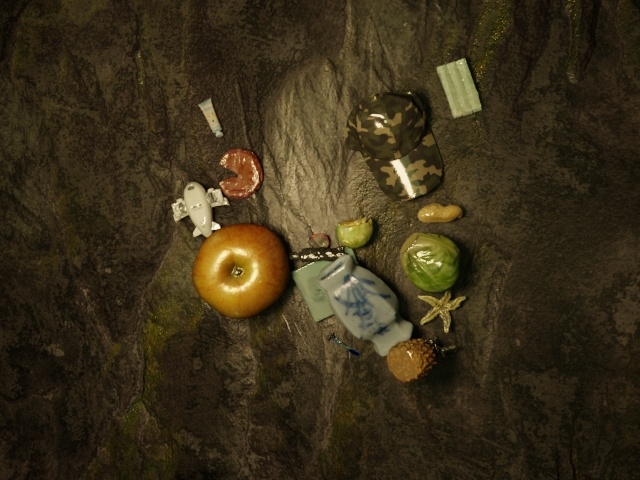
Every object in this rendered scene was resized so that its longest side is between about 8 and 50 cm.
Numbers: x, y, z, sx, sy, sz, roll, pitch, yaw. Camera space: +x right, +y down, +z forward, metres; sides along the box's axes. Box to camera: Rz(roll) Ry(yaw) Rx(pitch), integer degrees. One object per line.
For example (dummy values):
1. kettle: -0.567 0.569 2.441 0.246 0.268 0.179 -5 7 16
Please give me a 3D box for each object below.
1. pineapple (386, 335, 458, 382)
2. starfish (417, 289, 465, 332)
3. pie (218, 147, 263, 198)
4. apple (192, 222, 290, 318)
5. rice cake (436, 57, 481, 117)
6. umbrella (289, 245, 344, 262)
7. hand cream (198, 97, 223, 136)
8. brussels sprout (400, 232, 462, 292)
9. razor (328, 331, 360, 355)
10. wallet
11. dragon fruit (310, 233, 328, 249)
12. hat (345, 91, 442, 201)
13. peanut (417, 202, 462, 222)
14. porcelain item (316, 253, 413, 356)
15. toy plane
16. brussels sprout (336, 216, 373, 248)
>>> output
1. pineapple: 0.408 0.440 1.637 0.169 0.340 0.169 3 94 46
2. starfish: 0.475 0.263 1.714 0.175 0.053 0.208 31 97 8
3. pie: -0.350 -0.291 1.837 0.204 0.054 0.219 -9 93 12
4. apple: -0.325 0.124 1.724 0.399 0.333 0.401 2 97 14
5. rice cake: 0.538 -0.587 1.640 0.124 0.038 0.211 -14 92 13
6. umbrella: -0.015 0.063 1.746 0.235 0.059 0.066 -4 58 11
7. hand cream: -0.473 -0.533 1.850 0.065 0.043 0.171 -25 85 7
8. brussels sprout: 0.428 0.085 1.639 0.243 0.244 0.244 1 95 11
9. razor: 0.105 0.455 1.818 0.154 0.028 0.044 32 100 8
10. wallet: 0.049 0.184 1.797 0.290 0.054 0.252 -24 95 6
11. dragon fruit: 0.000 0.000 1.790 0.060 0.056 0.083 -46 101 -11
12. hat: 0.298 -0.360 1.633 0.366 0.257 0.382 -28 69 14
13. peanut: 0.474 -0.110 1.675 0.174 0.080 0.080 -3 94 8
14. porcelain item: 0.175 0.255 1.683 0.242 0.178 0.405 -39 100 12
15. toy plane: -0.525 -0.134 1.854 0.252 0.118 0.252 0 90 0
16. brussels sprout: 0.146 -0.024 1.715 0.151 0.149 0.122 -10 107 25
